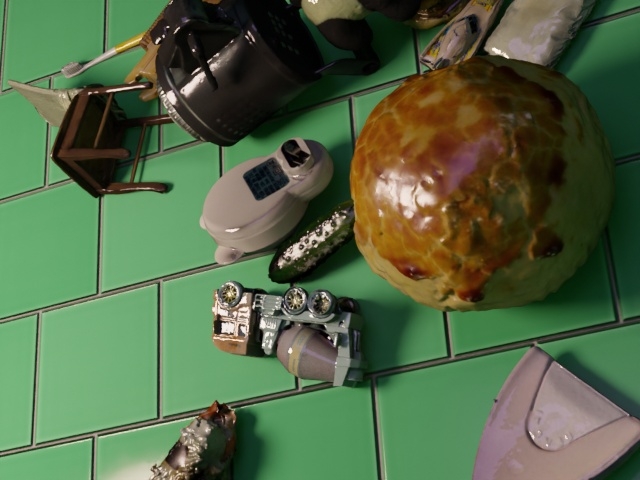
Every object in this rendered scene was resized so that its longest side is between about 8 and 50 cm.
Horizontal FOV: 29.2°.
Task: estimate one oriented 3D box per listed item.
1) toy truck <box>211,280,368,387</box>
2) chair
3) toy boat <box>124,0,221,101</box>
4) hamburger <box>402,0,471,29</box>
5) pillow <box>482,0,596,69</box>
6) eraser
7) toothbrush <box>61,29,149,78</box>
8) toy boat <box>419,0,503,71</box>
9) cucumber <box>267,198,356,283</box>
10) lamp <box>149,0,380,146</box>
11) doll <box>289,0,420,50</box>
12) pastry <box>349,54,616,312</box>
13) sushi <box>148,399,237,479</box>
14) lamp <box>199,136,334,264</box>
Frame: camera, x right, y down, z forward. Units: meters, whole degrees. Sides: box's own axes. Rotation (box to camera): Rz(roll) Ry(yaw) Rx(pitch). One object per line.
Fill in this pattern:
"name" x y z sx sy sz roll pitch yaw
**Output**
"toy truck" -0.045 0.143 1.883 0.257 0.108 0.140 4 83 26
"chair" -0.423 -0.188 2.199 0.319 0.160 0.186 1 66 25
"toy boat" -0.245 -0.389 2.238 0.115 0.089 0.310 28 81 33
"hamburger" 0.167 -0.433 2.042 0.185 0.113 0.177 -25 64 25
"pillow" 0.359 -0.364 1.940 0.128 0.051 0.229 29 84 27
"eraser" 0.294 0.289 1.664 0.243 0.059 0.204 -49 56 -5
"toothbrush" -0.370 -0.373 2.335 0.288 0.024 0.021 -21 58 17
"toy boat" 0.244 -0.346 1.982 0.084 0.066 0.210 29 82 33
"cucumber" 0.000 0.000 1.920 0.227 0.069 0.069 -38 54 30
"lamp" -0.134 -0.289 2.059 0.272 0.374 0.205 -46 55 41
"doll" 0.073 -0.411 1.950 0.234 0.135 0.143 -29 64 20
"pastry" 0.215 -0.085 1.728 0.388 0.312 0.388 -11 60 20
"sushi" -0.197 0.351 1.868 0.097 0.103 0.226 33 87 18
"lamp" -0.080 -0.064 1.992 0.246 0.108 0.179 -36 43 5
